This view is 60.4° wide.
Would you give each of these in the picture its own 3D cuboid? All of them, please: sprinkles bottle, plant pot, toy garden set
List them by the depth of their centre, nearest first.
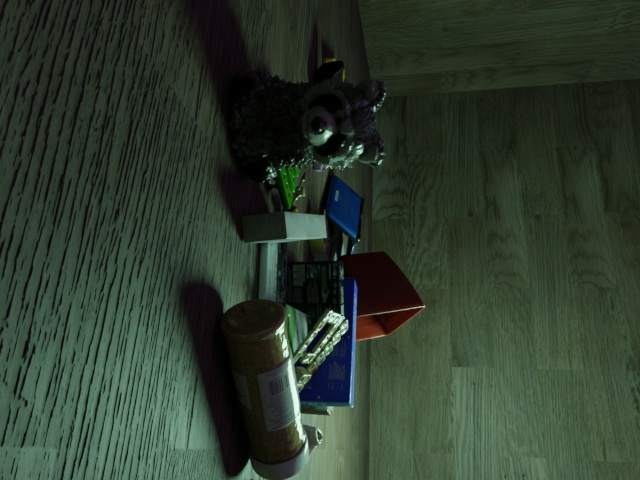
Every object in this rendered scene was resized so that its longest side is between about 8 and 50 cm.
[{"bbox_3d":[-0.100,0.287,1.046,0.121,0.121,0.355,-71,157,-62],"label":"sprinkles bottle"},{"bbox_3d":[-0.083,-0.158,1.402,0.244,0.049,0.203,-80,163,-49],"label":"toy garden set"},{"bbox_3d":[0.143,0.184,1.856,0.267,0.267,0.235,-54,-133,52],"label":"plant pot"}]

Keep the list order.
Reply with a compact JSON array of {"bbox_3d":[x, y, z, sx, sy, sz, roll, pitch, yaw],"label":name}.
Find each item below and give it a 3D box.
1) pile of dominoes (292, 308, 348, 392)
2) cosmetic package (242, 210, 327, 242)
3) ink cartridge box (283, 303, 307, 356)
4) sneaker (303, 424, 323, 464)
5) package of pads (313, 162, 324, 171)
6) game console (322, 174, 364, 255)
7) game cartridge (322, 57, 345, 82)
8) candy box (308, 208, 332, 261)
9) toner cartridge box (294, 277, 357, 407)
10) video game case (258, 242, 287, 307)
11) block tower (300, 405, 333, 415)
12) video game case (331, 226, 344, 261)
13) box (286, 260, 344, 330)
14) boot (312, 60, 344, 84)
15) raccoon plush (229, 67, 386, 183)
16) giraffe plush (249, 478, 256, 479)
[{"bbox_3d":[-0.011,0.285,1.316,0.251,0.040,0.196,-53,154,2],"label":"pile of dominoes"},{"bbox_3d":[-0.072,-0.028,1.202,0.239,0.099,0.060,-2,88,-71],"label":"cosmetic package"},{"bbox_3d":[-0.083,0.216,1.299,0.209,0.062,0.108,52,38,-72],"label":"ink cartridge box"},{"bbox_3d":[-0.027,0.573,1.532,0.051,0.070,0.134,-69,157,-68],"label":"sneaker"},{"bbox_3d":[-0.006,-0.274,1.850,0.050,0.032,0.083,-6,94,-76],"label":"package of pads"},{"bbox_3d":[0.071,-0.064,2.112,0.250,0.173,0.293,39,31,-18],"label":"game console"},{"bbox_3d":[0.059,-0.543,2.199,0.285,0.053,0.323,-41,131,-76],"label":"game cartridge"},{"bbox_3d":[0.000,0.000,1.794,0.186,0.053,0.109,79,14,-47],"label":"candy box"},{"bbox_3d":[0.013,0.277,1.526,0.075,0.165,0.347,68,24,-62],"label":"toner cartridge box"},{"bbox_3d":[-0.110,0.058,1.295,0.173,0.022,0.190,52,37,-71],"label":"video game case"},{"bbox_3d":[-0.004,0.341,1.628,0.091,0.097,0.335,71,23,-58],"label":"block tower"},{"bbox_3d":[0.063,0.150,2.152,0.329,0.036,0.299,-75,160,-59],"label":"video game case"},{"bbox_3d":[-0.014,0.144,1.446,0.077,0.148,0.180,9,79,-79],"label":"box"},{"bbox_3d":[0.038,-0.488,1.930,0.246,0.094,0.207,-71,154,-44],"label":"boot"},{"bbox_3d":[-0.002,-0.281,1.161,0.446,0.299,0.216,-75,160,-56],"label":"raccoon plush"},{"bbox_3d":[-0.064,0.571,1.065,0.210,0.171,0.181,-72,158,-60],"label":"giraffe plush"}]
